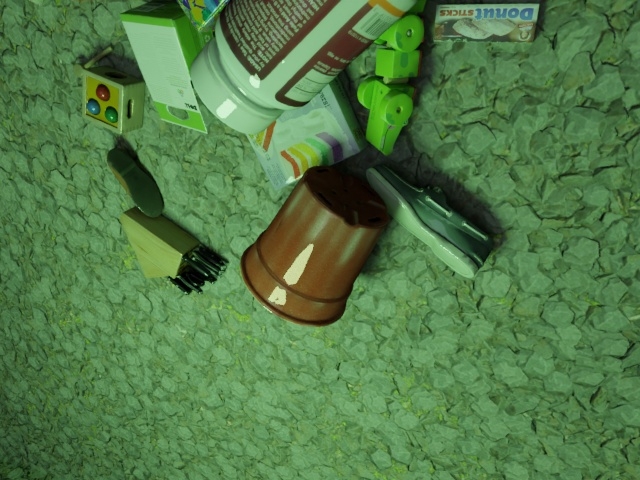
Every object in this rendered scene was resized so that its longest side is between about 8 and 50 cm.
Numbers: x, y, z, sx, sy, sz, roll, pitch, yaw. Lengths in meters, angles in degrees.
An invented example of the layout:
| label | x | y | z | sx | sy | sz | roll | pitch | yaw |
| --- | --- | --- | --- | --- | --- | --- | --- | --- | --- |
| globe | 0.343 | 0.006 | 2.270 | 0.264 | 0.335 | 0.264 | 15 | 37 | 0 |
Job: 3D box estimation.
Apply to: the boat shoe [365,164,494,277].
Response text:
| label | x | y | z | sx | sy | sz | roll | pitch | yaw |
| --- | --- | --- | --- | --- | --- | --- | --- | --- | --- |
| boat shoe | 0.234 | -0.061 | 1.094 | 0.319 | 0.116 | 0.099 | 44 | 81 | 8 |

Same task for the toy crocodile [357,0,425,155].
| label | x | y | z | sx | sy | sz | roll | pitch | yaw |
| --- | --- | --- | --- | --- | --- | --- | --- | --- | --- |
| toy crocodile | 0.149 | -0.334 | 0.985 | 0.115 | 0.105 | 0.341 | -133 | 41 | -51 |

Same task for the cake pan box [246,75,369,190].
| label | x | y | z | sx | sy | sz | roll | pitch | yaw |
| --- | --- | --- | --- | --- | --- | --- | --- | --- | --- |
| cake pan box | -0.056 | -0.275 | 1.125 | 0.245 | 0.070 | 0.267 | -19 | 103 | 29 |

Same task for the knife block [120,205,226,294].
| label | x | y | z | sx | sy | sz | roll | pitch | yaw |
| --- | --- | --- | --- | --- | --- | --- | --- | --- | --- |
| knife block | -0.399 | 0.020 | 1.416 | 0.241 | 0.088 | 0.276 | -9 | 109 | 28 |

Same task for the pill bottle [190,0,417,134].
| label | x | y | z | sx | sy | sz | roll | pitch | yaw |
| --- | --- | --- | --- | --- | --- | --- | --- | --- | --- |
| pill bottle | -0.043 | -0.378 | 0.901 | 0.392 | 0.224 | 0.224 | -34 | 96 | 32 |

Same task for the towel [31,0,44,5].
| label | x | y | z | sx | sy | sz | roll | pitch | yaw |
| --- | --- | --- | --- | --- | --- | --- | --- | --- | --- |
| towel | -0.804 | -0.719 | 1.240 | 0.282 | 0.049 | 0.187 | 33 | 151 | 7 |

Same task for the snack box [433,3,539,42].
| label | x | y | z | sx | sy | sz | roll | pitch | yaw |
| --- | --- | --- | --- | --- | --- | --- | --- | --- | --- |
| snack box | 0.298 | -0.395 | 0.926 | 0.178 | 0.022 | 0.064 | 10 | 116 | 21 |

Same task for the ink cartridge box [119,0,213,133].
| label | x | y | z | sx | sy | sz | roll | pitch | yaw |
| --- | --- | --- | --- | --- | --- | --- | --- | --- | --- |
| ink cartridge box | -0.320 | -0.392 | 1.153 | 0.188 | 0.097 | 0.255 | 22 | 139 | 33 |

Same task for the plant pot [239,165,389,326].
| label | x | y | z | sx | sy | sz | roll | pitch | yaw |
| --- | --- | --- | --- | --- | --- | --- | --- | --- | --- |
| plant pot | 0.000 | 0.000 | 1.110 | 0.272 | 0.272 | 0.265 | 36 | 122 | 6 |

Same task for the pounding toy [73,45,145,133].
| label | x | y | z | sx | sy | sz | roll | pitch | yaw |
| --- | --- | --- | --- | --- | --- | --- | --- | --- | --- |
| pounding toy | -0.558 | -0.395 | 1.287 | 0.205 | 0.094 | 0.181 | 24 | 122 | 13 |

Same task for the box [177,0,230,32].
| label | x | y | z | sx | sy | sz | roll | pitch | yaw |
| --- | --- | --- | --- | --- | --- | --- | --- | --- | --- |
| box | -0.178 | -0.607 | 0.957 | 0.289 | 0.177 | 0.279 | -30 | 99 | 34 |

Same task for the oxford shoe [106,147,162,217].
| label | x | y | z | sx | sy | sz | roll | pitch | yaw |
| --- | --- | --- | --- | --- | --- | --- | --- | --- | --- |
| oxford shoe | -0.512 | -0.156 | 1.409 | 0.212 | 0.076 | 0.076 | 58 | 153 | -12 |

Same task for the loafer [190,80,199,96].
| label | x | y | z | sx | sy | sz | roll | pitch | yaw |
| --- | --- | --- | --- | --- | --- | --- | --- | --- | --- |
| loafer | -0.264 | -0.371 | 1.199 | 0.125 | 0.039 | 0.045 | -10 | 68 | 28 |
